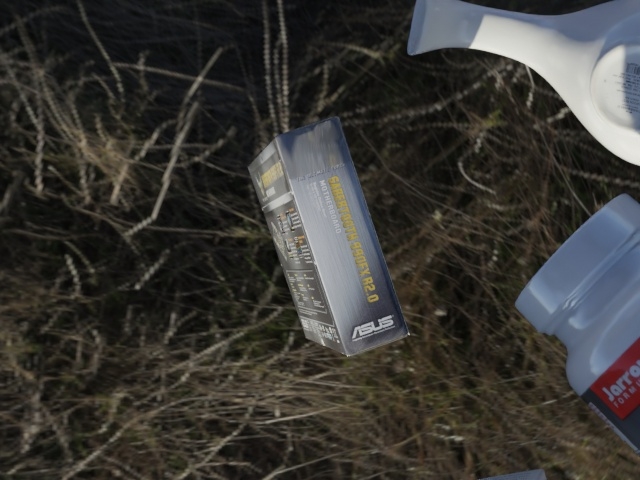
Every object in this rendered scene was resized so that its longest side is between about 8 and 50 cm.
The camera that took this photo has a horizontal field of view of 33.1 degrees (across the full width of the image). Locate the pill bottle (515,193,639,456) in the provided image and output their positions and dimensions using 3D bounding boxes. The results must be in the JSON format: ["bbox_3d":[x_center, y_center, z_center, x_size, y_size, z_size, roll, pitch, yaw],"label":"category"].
[{"bbox_3d":[0.389,0.137,1.113,0.210,0.210,0.363,-46,74,7],"label":"pill bottle"}]

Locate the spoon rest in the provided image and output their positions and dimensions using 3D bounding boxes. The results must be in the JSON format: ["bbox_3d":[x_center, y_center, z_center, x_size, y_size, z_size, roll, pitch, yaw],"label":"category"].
[{"bbox_3d":[0.211,-0.150,0.888,0.276,0.084,0.137,23,116,26],"label":"spoon rest"}]

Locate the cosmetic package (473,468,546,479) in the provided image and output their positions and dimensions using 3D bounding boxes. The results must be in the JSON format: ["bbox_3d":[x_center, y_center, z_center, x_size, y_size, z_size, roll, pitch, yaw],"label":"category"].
[{"bbox_3d":[0.153,0.332,1.054,0.151,0.183,0.152,-16,90,24],"label":"cosmetic package"}]

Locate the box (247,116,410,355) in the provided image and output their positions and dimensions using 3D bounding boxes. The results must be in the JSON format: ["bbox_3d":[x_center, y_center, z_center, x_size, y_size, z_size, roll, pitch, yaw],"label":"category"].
[{"bbox_3d":[0.000,0.000,0.944,0.056,0.231,0.183,-18,91,-9],"label":"box"}]
